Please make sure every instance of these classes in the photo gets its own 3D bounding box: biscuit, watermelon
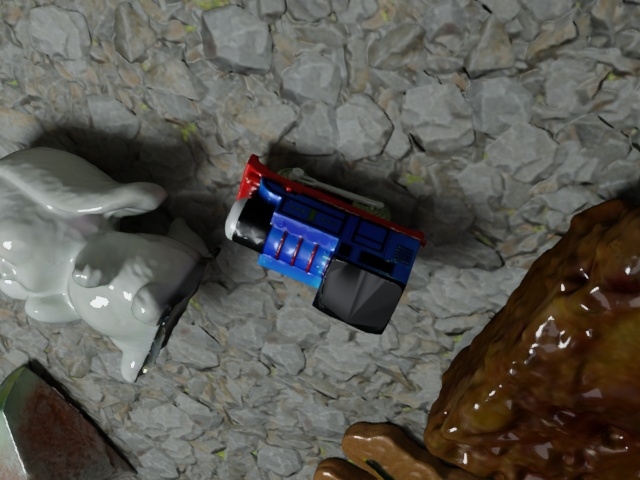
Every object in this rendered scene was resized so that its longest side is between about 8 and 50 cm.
[{"bbox_3d":[0.332,0.141,0.895,0.342,0.166,0.395,30,134,-5],"label":"biscuit"},{"bbox_3d":[-0.424,0.328,1.360,0.231,0.193,0.310,37,119,14],"label":"watermelon"},{"bbox_3d":[0.152,0.370,1.225,0.334,0.047,0.202,31,131,-6],"label":"biscuit"}]

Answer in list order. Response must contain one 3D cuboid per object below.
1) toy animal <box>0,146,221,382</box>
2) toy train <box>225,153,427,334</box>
[{"bbox_3d":[-0.248,0.008,1.008,0.289,0.174,0.249,44,140,-17],"label":"toy animal"},{"bbox_3d":[0.000,0.000,0.931,0.204,0.131,0.083,23,132,2],"label":"toy train"}]
